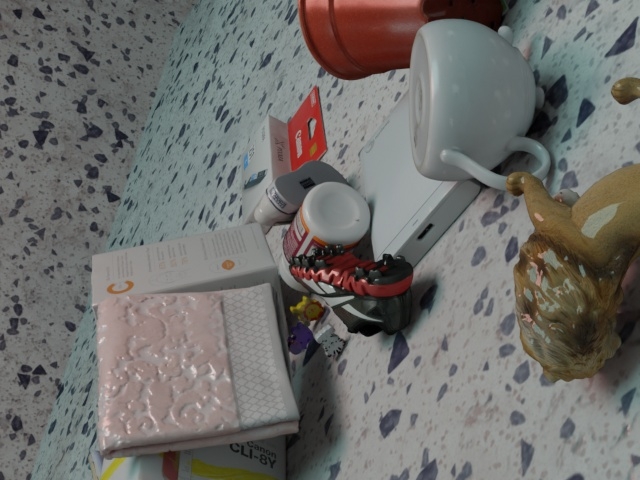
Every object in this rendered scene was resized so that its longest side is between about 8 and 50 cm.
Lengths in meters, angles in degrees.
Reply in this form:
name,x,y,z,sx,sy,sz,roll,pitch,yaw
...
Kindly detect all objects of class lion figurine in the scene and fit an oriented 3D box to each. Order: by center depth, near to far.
name,x,y,z,sx,sy,sz,roll,pitch,yaw
lion figurine,0.348,-0.037,1.169,0.392,0.142,0.240,-48,34,25

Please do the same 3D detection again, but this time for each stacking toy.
name,x,y,z,sx,sy,sz,roll,pitch,yaw
stacking toy,-0.068,0.200,1.867,0.221,0.052,0.167,-38,23,-3

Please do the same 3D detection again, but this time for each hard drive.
name,x,y,z,sx,sy,sz,roll,pitch,yaw
hard drive,0.158,-0.120,1.805,0.233,0.047,0.353,-51,25,30

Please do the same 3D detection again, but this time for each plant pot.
name,x,y,z,sx,sy,sz,roll,pitch,yaw
plant pot,0.149,-0.406,1.824,0.265,0.272,0.272,12,76,45

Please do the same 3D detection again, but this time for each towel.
name,x,y,z,sx,sy,sz,roll,pitch,yaw
towel,-0.206,0.200,1.745,0.332,0.316,0.053,-104,11,-50

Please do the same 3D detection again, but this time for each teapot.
name,x,y,z,sx,sy,sz,roll,pitch,yaw
teapot,0.234,-0.201,1.555,0.252,0.187,0.256,-136,46,-86

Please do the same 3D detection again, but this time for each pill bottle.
name,x,y,z,sx,sy,sz,roll,pitch,yaw
pill bottle,0.000,0.000,1.889,0.221,0.121,0.121,121,163,-57

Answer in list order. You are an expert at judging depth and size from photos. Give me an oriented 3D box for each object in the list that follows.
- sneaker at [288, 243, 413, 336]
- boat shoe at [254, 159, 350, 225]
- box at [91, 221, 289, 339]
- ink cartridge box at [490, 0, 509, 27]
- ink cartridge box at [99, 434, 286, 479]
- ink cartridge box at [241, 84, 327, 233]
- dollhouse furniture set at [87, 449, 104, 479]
name,x,y,z,sx,sy,sz,roll,pitch,yaw
sneaker,0.047,0.084,1.706,0.276,0.097,0.135,11,119,51
boat shoe,-0.034,-0.078,1.985,0.088,0.096,0.267,-43,-5,28
box,-0.256,0.110,2.063,0.215,0.345,0.168,-115,15,-63
ink cartridge box,0.262,-0.444,1.916,0.171,0.056,0.235,-45,53,41
ink cartridge box,-0.208,0.428,1.725,0.160,0.279,0.385,-49,26,32
ink cartridge box,-0.092,-0.199,2.433,0.261,0.066,0.296,-54,24,28
dollhouse furniture set,-0.343,0.440,2.013,0.198,0.286,0.303,-57,34,19
